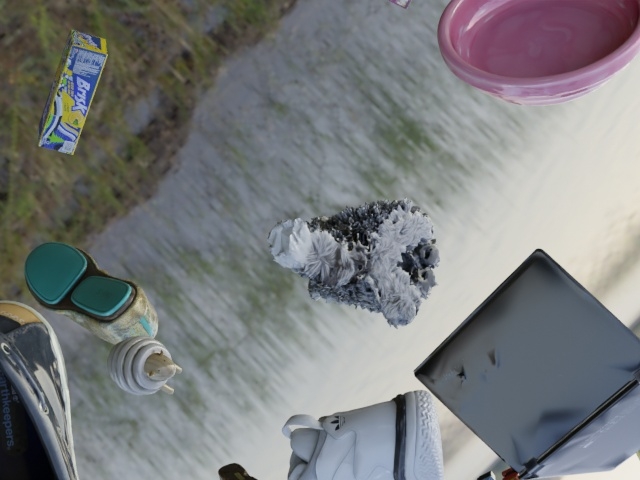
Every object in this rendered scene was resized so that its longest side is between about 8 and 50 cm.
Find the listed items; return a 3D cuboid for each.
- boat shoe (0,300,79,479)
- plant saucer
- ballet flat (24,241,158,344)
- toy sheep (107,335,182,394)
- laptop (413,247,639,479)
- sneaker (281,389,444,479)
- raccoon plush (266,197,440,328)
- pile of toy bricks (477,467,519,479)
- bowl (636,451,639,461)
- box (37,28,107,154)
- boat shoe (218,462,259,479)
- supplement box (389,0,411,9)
[{"bbox_3d":[-0.318,0.309,1.237,0.186,0.501,0.156,-13,175,9],"label":"boat shoe"},{"bbox_3d":[0.353,-0.322,1.862,0.332,0.332,0.084,-40,137,-21],"label":"plant saucer"},{"bbox_3d":[-0.382,0.098,1.967,0.123,0.348,0.123,-13,111,-37],"label":"ballet flat"},{"bbox_3d":[-0.250,0.174,1.641,0.132,0.091,0.091,-3,-161,41],"label":"toy sheep"},{"bbox_3d":[0.460,0.230,2.107,0.407,0.236,0.382,4,140,-37],"label":"laptop"},{"bbox_3d":[0.065,0.364,1.591,0.137,0.210,0.366,-84,168,-61],"label":"sneaker"},{"bbox_3d":[0.000,0.000,2.088,0.446,0.299,0.216,30,73,-44],"label":"raccoon plush"},{"bbox_3d":[0.312,0.516,2.185,0.212,0.118,0.105,-32,-159,20],"label":"pile of toy bricks"},{"bbox_3d":[0.733,0.372,2.360,0.156,0.289,0.289,12,124,-48],"label":"bowl"},{"bbox_3d":[-0.358,-0.212,1.701,0.054,0.059,0.169,15,118,-22],"label":"box"},{"bbox_3d":[-0.144,0.498,2.291,0.068,0.072,0.190,-16,-163,-14],"label":"boat shoe"},{"bbox_3d":[0.125,-0.440,2.031,0.083,0.043,0.055,15,113,-46],"label":"supplement box"}]
